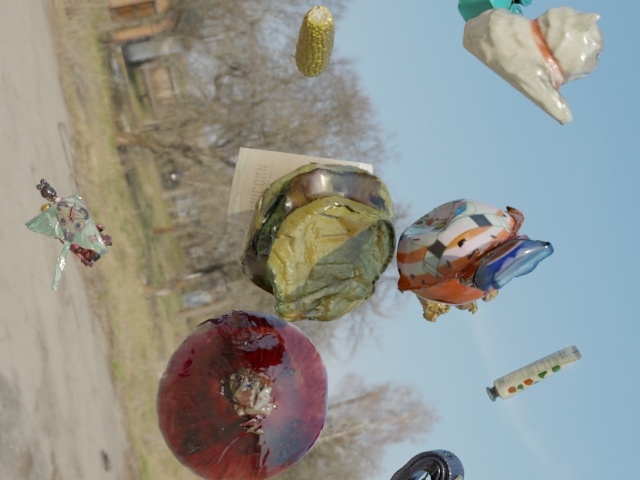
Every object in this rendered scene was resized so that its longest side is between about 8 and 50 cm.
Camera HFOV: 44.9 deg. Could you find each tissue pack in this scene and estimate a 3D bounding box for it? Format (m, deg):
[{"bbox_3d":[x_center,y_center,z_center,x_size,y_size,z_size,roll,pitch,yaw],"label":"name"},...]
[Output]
[{"bbox_3d":[-0.050,-0.094,1.592,0.326,0.071,0.170,12,-87,36],"label":"tissue pack"}]

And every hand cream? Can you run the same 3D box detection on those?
[{"bbox_3d":[0.592,0.369,2.157,0.059,0.276,0.095,58,13,-10],"label":"hand cream"}]

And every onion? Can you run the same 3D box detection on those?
[{"bbox_3d":[-0.142,0.306,1.493,0.285,0.348,0.347,143,-66,-77],"label":"onion"}]

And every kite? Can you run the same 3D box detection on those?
[{"bbox_3d":[-0.595,0.002,1.829,0.012,0.229,0.249,-11,-116,40],"label":"kite"}]

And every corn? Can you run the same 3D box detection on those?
[{"bbox_3d":[-0.013,-0.473,1.861,0.260,0.091,0.091,109,-42,-77],"label":"corn"}]

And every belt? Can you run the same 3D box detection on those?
[{"bbox_3d":[0.231,0.589,1.798,0.140,0.230,0.126,39,9,32],"label":"belt"}]

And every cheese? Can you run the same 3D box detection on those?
[{"bbox_3d":[0.211,0.019,1.084,0.129,0.217,0.329,57,-5,-9],"label":"cheese"}]

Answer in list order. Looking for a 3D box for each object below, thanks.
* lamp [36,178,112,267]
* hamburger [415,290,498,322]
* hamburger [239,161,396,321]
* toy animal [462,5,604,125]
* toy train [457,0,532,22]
[{"bbox_3d":[-0.682,-0.046,2.092,0.253,0.118,0.118,43,-4,-11],"label":"lamp"},{"bbox_3d":[0.331,0.092,2.038,0.260,0.211,0.245,64,1,-15],"label":"hamburger"},{"bbox_3d":[-0.002,0.001,1.331,0.134,0.266,0.284,53,-51,40],"label":"hamburger"},{"bbox_3d":[0.398,-0.370,1.460,0.188,0.266,0.308,-62,171,20],"label":"toy animal"},{"bbox_3d":[0.377,-0.528,1.671,0.107,0.197,0.154,1,-31,44],"label":"toy train"}]
